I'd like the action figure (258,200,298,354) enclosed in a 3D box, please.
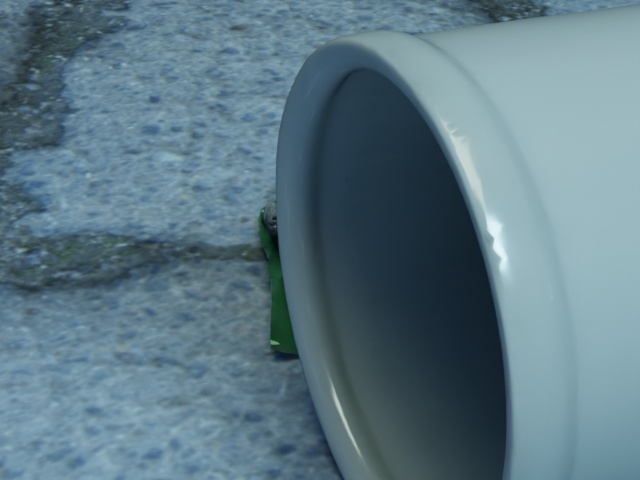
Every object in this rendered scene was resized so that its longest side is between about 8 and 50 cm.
[{"bbox_3d":[0.000,0.000,1.148,0.137,0.063,0.232,-11,30,-10],"label":"action figure"}]

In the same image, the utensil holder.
[{"bbox_3d":[0.207,0.004,0.886,0.385,0.327,0.327,-12,34,-20],"label":"utensil holder"}]
